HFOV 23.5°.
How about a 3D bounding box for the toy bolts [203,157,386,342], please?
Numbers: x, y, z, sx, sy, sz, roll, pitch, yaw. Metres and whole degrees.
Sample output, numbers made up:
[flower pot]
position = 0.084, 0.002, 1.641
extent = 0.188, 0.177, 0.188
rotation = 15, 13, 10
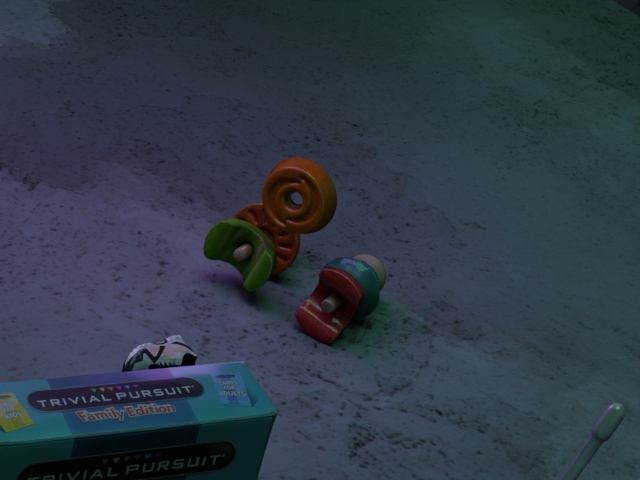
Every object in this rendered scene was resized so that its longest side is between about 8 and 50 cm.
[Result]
[toy bolts]
position = 0.000, 0.000, 2.047
extent = 0.228, 0.218, 0.158
rotation = 41, 28, 7

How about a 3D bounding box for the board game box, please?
[board game box]
position = -0.200, 0.268, 1.339
extent = 0.253, 0.336, 0.079
rotation = -3, 34, -29

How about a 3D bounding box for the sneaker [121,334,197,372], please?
[sneaker]
position = -0.192, 0.145, 1.848
extent = 0.043, 0.040, 0.109
rotation = 36, 36, 28

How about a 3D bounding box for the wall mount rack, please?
[wall mount rack]
position = 0.198, 0.272, 1.523
extent = 0.350, 0.304, 0.130
rotation = 26, 51, -59
